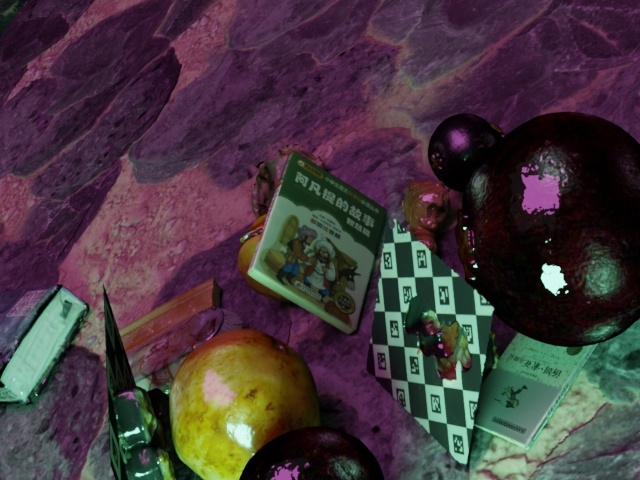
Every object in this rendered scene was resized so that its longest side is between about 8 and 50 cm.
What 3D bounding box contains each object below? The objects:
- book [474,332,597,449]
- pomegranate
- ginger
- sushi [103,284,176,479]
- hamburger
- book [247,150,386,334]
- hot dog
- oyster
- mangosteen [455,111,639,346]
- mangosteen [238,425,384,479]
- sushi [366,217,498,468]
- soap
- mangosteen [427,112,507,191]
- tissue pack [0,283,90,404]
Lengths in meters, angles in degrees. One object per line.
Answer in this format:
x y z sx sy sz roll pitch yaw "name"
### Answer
0.279 0.187 1.505 0.127 0.014 0.181 16 63 52 "book"
-0.112 0.250 1.642 0.248 0.248 0.248 -26 36 21 "pomegranate"
0.176 -0.036 1.814 0.096 0.067 0.165 -44 37 35 "ginger"
-0.247 0.293 1.651 0.064 0.343 0.359 -11 40 -4 "sushi"
-0.061 0.028 1.904 0.162 0.162 0.115 -19 34 30 "hamburger"
0.000 0.000 1.836 0.027 0.202 0.264 -40 25 46 "book"
-0.248 0.200 1.965 0.268 0.075 0.144 -28 31 25 "hot dog"
-0.038 -0.091 2.094 0.166 0.094 0.294 -9 32 13 "oyster"
0.351 -0.014 1.446 0.347 0.306 0.306 -5 39 0 "mangosteen"
-0.009 0.343 1.457 0.210 0.210 0.209 -26 36 21 "mangosteen"
0.163 0.132 1.553 0.050 0.263 0.290 -6 26 -25 "sushi"
-0.293 0.163 2.085 0.252 0.037 0.092 -28 34 19 "soap"
0.252 -0.147 1.831 0.151 0.137 0.137 -15 25 -24 "mangosteen"
-0.678 0.218 2.339 0.361 0.122 0.259 -10 43 41 "tissue pack"
